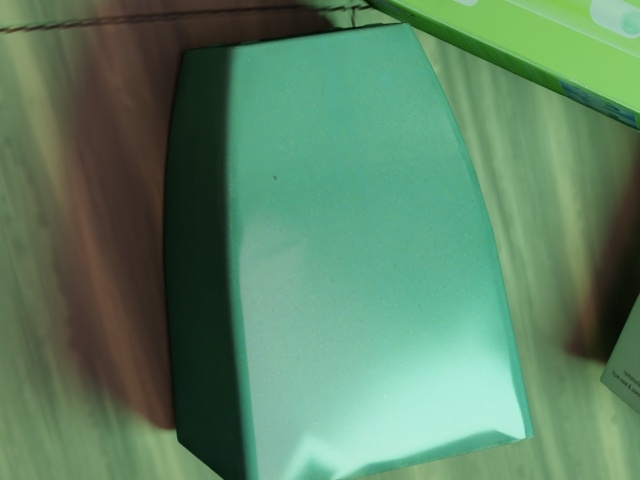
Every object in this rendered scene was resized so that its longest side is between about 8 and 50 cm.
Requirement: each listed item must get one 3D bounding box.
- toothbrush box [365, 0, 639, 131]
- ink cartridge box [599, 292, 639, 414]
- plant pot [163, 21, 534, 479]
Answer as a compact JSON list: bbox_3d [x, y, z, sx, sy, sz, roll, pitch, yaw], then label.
[{"bbox_3d":[0.183,-0.172,0.963,0.283,0.122,0.206,26,93,13],"label":"toothbrush box"},{"bbox_3d":[0.297,0.025,1.089,0.160,0.092,0.219,17,102,-27],"label":"ink cartridge box"},{"bbox_3d":[0.000,0.000,0.989,0.165,0.166,0.234,-10,99,-17],"label":"plant pot"}]
